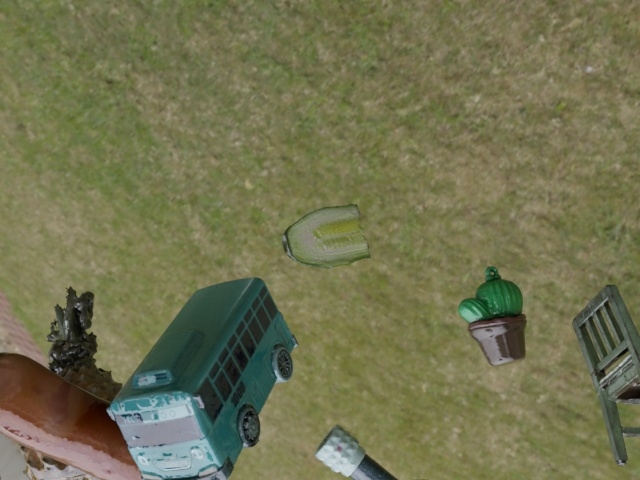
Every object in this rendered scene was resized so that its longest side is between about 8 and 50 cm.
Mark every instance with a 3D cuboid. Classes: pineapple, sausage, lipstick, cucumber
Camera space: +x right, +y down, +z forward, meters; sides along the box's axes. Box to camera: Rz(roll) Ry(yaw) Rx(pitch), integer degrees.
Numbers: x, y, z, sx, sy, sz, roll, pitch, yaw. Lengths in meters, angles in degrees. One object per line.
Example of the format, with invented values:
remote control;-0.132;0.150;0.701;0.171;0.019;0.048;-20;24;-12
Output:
pineapple;-0.382;0.231;1.254;0.175;0.361;0.175;-7;139;-6
sausage;-0.285;0.229;0.954;0.300;0.089;0.083;36;146;-29
lipstick;0.049;0.217;0.719;0.116;0.037;0.037;39;146;2
cucumber;0.000;0.000;0.848;0.035;0.108;0.067;-23;79;51

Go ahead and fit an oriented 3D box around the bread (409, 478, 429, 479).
bread;0.145;0.445;1.182;0.184;0.110;0.234;27;-175;41

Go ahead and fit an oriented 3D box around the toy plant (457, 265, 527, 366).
toy plant;0.345;0.150;1.588;0.143;0.200;0.105;-8;160;-17

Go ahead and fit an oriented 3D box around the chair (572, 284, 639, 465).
chair;0.539;0.220;1.295;0.147;0.270;0.136;5;142;-13

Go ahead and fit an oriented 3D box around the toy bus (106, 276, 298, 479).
toy bus;-0.136;0.164;0.962;0.128;0.256;0.147;-14;114;25
